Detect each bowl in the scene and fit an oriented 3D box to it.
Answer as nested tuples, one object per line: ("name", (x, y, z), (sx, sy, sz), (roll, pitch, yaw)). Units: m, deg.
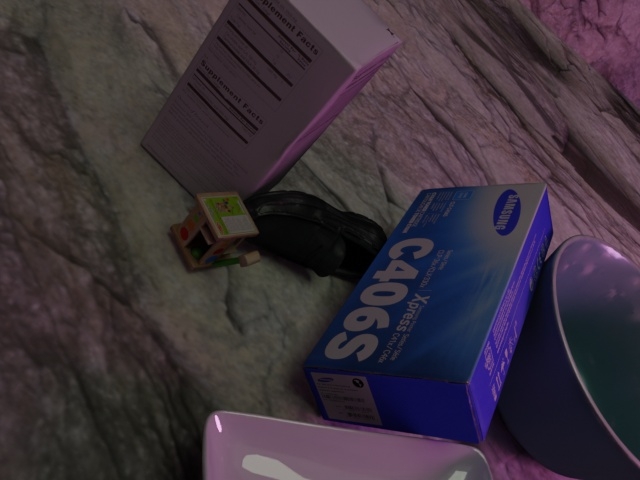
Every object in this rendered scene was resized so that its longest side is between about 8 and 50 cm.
("bowl", (0.326, 0.166, 0.797), (0.311, 0.163, 0.311), (21, 51, -28))

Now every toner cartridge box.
("toner cartridge box", (0.135, 0.053, 0.698), (0.348, 0.165, 0.075), (-51, 132, -47))

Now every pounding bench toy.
("pounding bench toy", (-0.101, 0.004, 0.638), (0.052, 0.065, 0.083), (-9, 63, -48))

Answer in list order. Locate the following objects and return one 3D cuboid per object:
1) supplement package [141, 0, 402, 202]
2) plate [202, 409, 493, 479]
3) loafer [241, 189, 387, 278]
("supplement package", (-0.055, -0.157, 0.682), (0.134, 0.244, 0.139), (45, 37, -2))
("plate", (0.039, 0.273, 0.469), (0.278, 0.045, 0.277), (15, 42, -24))
("loafer", (0.000, 0.000, 0.726), (0.223, 0.076, 0.078), (14, 43, -42))
